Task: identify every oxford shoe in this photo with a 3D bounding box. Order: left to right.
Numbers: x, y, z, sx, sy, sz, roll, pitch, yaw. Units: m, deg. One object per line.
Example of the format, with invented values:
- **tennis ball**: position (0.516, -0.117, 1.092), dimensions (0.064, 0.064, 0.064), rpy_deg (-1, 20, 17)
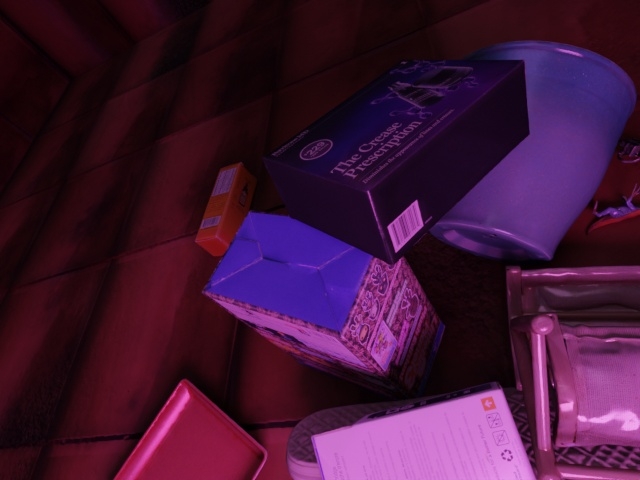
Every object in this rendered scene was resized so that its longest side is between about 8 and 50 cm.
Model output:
- **oxford shoe**: position (0.179, 0.281, 0.524), dimensions (0.449, 0.130, 0.169), rpy_deg (-9, 13, 14)

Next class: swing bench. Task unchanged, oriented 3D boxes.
- **swing bench**: position (0.348, 0.123, 0.453), dimensions (0.253, 0.254, 0.165), rpy_deg (-4, 97, 20)

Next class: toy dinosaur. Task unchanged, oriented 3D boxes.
- **toy dinosaur**: position (0.465, -0.042, 0.648), dimensions (0.082, 0.047, 0.090), rpy_deg (17, 101, 29)

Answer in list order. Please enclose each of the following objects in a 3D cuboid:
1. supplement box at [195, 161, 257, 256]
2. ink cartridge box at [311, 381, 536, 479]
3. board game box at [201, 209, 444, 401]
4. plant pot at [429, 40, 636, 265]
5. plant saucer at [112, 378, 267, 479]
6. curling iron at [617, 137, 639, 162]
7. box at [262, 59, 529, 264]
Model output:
- **supplement box**: position (-0.231, -0.080, 1.059), dimensions (0.080, 0.078, 0.233), rpy_deg (-8, 53, 30)
- **ink cartridge box**: position (0.116, 0.274, 0.427), dimensions (0.208, 0.045, 0.206), rpy_deg (-20, 73, 13)
- **board game box**: position (0.022, 0.104, 0.623), dimensions (0.232, 0.291, 0.141), rpy_deg (10, 63, 35)
- **plant pot**: position (0.292, -0.107, 0.651), dimensions (0.271, 0.271, 0.255), rpy_deg (14, 81, 37)
- **plant saucer**: position (-0.231, 0.413, 0.722), dimensions (0.258, 0.048, 0.259), rpy_deg (20, 71, 39)
- **curling iron**: position (0.570, -0.097, 0.606), dimensions (0.068, 0.035, 0.274), rpy_deg (-22, 39, -37)
- **box**: position (0.093, -0.114, 0.509), dimensions (0.261, 0.103, 0.184), rpy_deg (-41, 37, -21)
